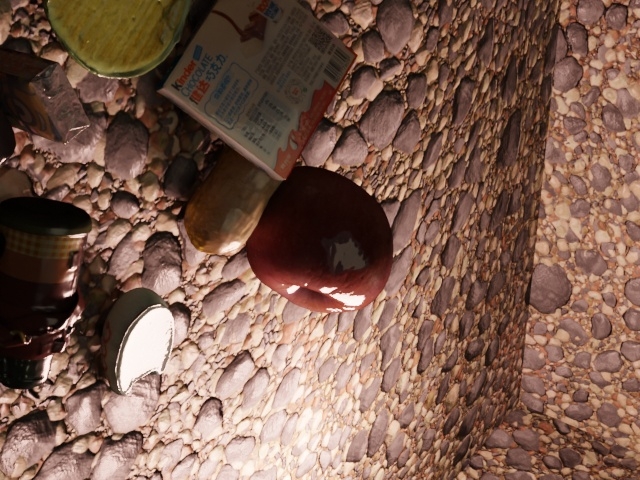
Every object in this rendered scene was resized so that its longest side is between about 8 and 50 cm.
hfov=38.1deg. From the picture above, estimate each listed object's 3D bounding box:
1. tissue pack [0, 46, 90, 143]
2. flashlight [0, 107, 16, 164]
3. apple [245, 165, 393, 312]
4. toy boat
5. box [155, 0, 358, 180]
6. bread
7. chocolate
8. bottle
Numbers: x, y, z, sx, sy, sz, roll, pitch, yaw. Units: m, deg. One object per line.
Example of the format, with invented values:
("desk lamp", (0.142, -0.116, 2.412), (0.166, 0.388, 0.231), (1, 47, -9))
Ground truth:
("tissue pack", (-0.384, -0.191, 1.200), (0.060, 0.148, 0.109), (-52, 144, -29))
("flashlight", (-0.458, -0.228, 1.032), (0.103, 0.103, 0.424), (-54, 158, -24))
("apple", (0.000, 0.000, 1.777), (0.306, 0.305, 0.235), (47, 55, -55))
("toy boat", (-0.320, 0.166, 1.585), (0.134, 0.079, 0.208), (-28, 140, -38))
("box", (-0.100, -0.284, 1.561), (0.265, 0.048, 0.273), (37, 74, -25))
("bread", (-0.291, -0.383, 1.335), (0.301, 0.045, 0.301), (-30, 129, -47))
("chocolate", (-0.134, -0.111, 1.649), (0.309, 0.134, 0.134), (-61, 147, -11))
("bottle", (-0.411, 0.083, 1.318), (0.156, 0.143, 0.271), (-7, 114, -55))
